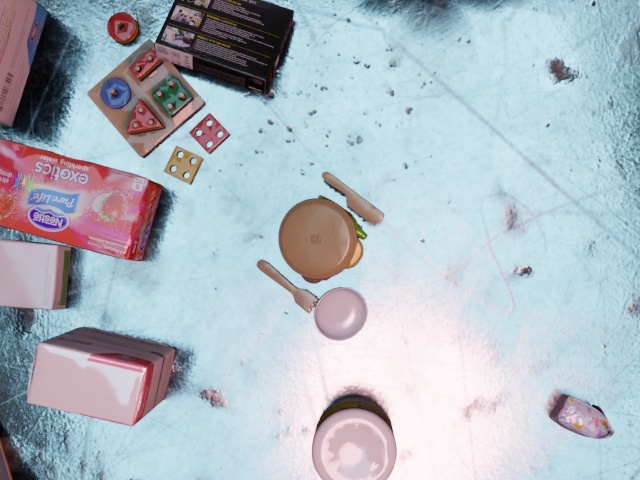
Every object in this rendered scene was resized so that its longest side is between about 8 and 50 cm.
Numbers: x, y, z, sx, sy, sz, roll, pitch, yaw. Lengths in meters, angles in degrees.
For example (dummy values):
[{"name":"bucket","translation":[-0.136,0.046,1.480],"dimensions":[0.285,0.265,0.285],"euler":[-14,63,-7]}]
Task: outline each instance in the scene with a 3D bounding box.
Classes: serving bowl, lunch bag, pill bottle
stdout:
[{"name":"serving bowl","translation":[0.028,0.108,1.709],"dimensions":[0.083,0.027,0.083],"euler":[-3,104,-13]},{"name":"lunch bag","translation":[0.391,0.264,1.673],"dimensions":[0.083,0.071,0.053],"euler":[29,85,5]},{"name":"pill bottle","translation":[0.048,0.287,1.613],"dimensions":[0.117,0.215,0.117],"euler":[0,88,2]}]

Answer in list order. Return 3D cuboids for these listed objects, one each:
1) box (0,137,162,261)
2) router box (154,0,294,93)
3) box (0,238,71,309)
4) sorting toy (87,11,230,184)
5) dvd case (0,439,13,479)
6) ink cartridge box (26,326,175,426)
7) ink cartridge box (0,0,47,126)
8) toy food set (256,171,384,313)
[{"name":"box","translation":[-0.380,-0.061,1.690],"dimensions":[0.256,0.122,0.128],"euler":[16,89,3]},{"name":"router box","translation":[-0.144,-0.312,1.709],"dimensions":[0.179,0.046,0.133],"euler":[19,68,3]},{"name":"box","translation":[-0.438,0.051,1.705],"dimensions":[0.102,0.087,0.101],"euler":[5,88,3]},{"name":"sorting toy","translation":[-0.264,-0.213,1.730],"dimensions":[0.132,0.046,0.274],"euler":[-40,87,1]},{"name":"dvd case","translation":[-0.534,0.392,1.678],"dimensions":[0.164,0.018,0.221],"euler":[-24,62,-5]},{"name":"ink cartridge box","translation":[-0.311,0.191,1.630],"dimensions":[0.158,0.218,0.092],"euler":[13,94,3]},{"name":"ink cartridge box","translation":[-0.548,-0.300,1.632],"dimensions":[0.197,0.270,0.198],"euler":[17,88,3]},{"name":"toy food set","translation":[0.000,0.000,1.720],"dimensions":[0.132,0.038,0.192],"euler":[40,101,8]}]
